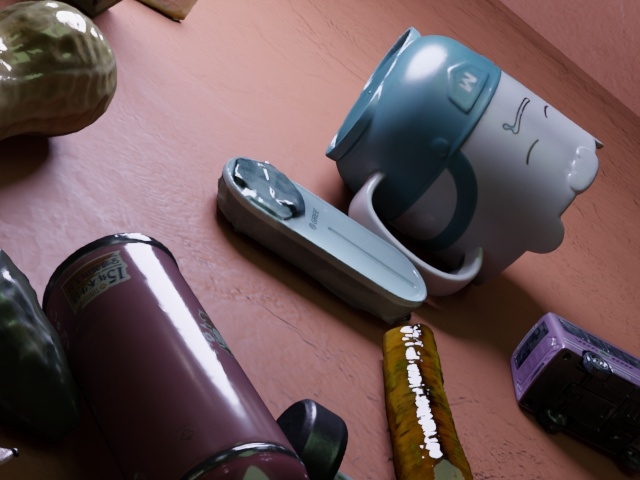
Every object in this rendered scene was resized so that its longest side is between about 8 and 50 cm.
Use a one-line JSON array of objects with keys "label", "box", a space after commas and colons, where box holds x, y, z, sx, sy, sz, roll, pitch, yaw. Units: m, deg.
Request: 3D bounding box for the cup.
[{"label": "cup", "box": [0.144, -0.073, 1.537, 0.257, 0.219, 0.290, 35, 55, -8]}]

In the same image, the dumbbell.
[{"label": "dumbbell", "box": [0.041, 0.209, 1.045, 0.191, 0.100, 0.100, 33, 26, -13]}]

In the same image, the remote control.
[{"label": "remote control", "box": [0.000, 0.000, 1.381, 0.247, 0.052, 0.104, 34, 25, -11]}]

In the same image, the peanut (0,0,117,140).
[{"label": "peanut", "box": [-0.274, -0.142, 1.148, 0.120, 0.136, 0.298, 49, 28, 12]}]

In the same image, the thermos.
[{"label": "thermos", "box": [-0.089, 0.145, 0.936, 0.109, 0.136, 0.330, -10, 40, -26]}]

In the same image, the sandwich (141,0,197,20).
[{"label": "sandwich", "box": [-0.249, -0.347, 1.607, 0.162, 0.058, 0.193, -2, 50, -52]}]

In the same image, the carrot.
[{"label": "carrot", "box": [0.093, 0.166, 1.225, 0.070, 0.070, 0.260, 30, 25, -20]}]

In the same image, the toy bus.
[{"label": "toy bus", "box": [0.307, 0.165, 1.480, 0.198, 0.096, 0.108, 27, 24, -18]}]

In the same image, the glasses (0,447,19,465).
[{"label": "glasses", "box": [-0.279, 0.119, 0.775, 0.162, 0.095, 0.255, -18, 57, -38]}]

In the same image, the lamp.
[{"label": "lamp", "box": [-0.254, 0.039, 0.935, 0.250, 0.101, 0.101, 49, 24, -9]}]

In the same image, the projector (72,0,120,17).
[{"label": "projector", "box": [-0.208, -0.369, 1.444, 0.193, 0.269, 0.088, 37, 29, -5]}]
